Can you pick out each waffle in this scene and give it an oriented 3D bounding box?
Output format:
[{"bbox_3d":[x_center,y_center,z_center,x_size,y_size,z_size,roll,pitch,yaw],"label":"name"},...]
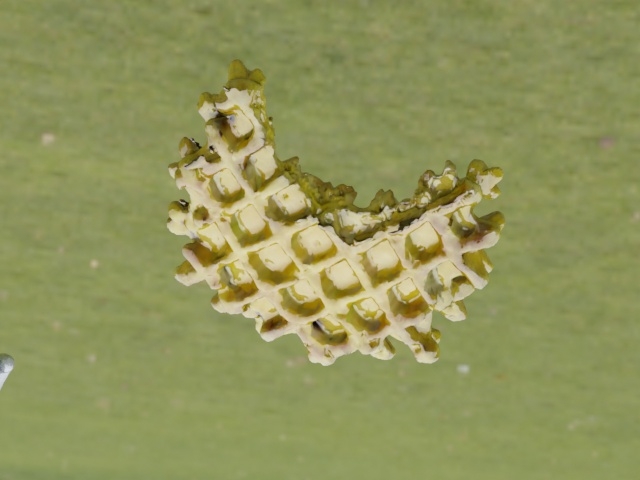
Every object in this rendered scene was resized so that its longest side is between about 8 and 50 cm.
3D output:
[{"bbox_3d":[0.000,0.000,1.369,0.293,0.069,0.260,21,126,3],"label":"waffle"}]

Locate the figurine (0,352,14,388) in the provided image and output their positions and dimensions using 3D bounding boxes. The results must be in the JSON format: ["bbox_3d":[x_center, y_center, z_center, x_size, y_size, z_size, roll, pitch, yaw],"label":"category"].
[{"bbox_3d":[-0.216,0.092,0.780,0.126,0.192,0.147,18,118,-36],"label":"figurine"}]
